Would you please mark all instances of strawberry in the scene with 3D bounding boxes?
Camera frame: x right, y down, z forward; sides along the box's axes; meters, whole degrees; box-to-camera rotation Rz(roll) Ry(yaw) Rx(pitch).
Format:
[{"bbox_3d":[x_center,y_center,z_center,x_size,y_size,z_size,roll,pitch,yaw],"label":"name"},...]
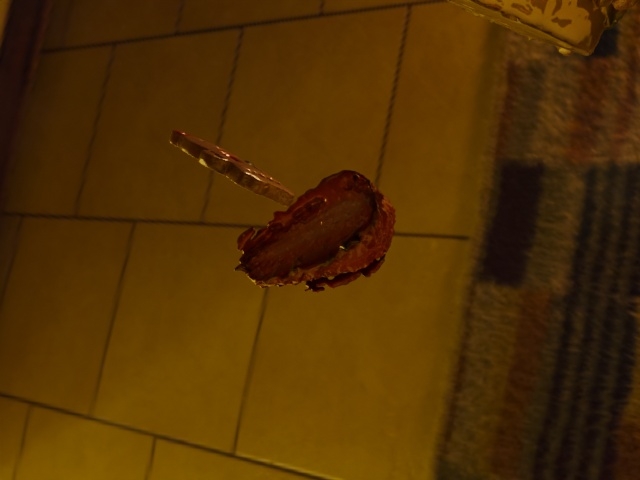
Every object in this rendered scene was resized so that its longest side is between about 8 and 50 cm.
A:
[{"bbox_3d":[0.000,0.000,1.142,0.188,0.082,0.121,-23,49,21],"label":"strawberry"}]

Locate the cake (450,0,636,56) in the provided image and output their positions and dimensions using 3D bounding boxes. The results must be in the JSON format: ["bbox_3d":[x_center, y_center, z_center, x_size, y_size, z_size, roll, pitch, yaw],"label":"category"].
[{"bbox_3d":[0.232,-0.342,1.127,0.286,0.228,0.222,-121,50,-65],"label":"cake"}]

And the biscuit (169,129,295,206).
[{"bbox_3d":[-0.138,-0.118,1.585,0.225,0.166,0.036,32,98,42],"label":"biscuit"}]
